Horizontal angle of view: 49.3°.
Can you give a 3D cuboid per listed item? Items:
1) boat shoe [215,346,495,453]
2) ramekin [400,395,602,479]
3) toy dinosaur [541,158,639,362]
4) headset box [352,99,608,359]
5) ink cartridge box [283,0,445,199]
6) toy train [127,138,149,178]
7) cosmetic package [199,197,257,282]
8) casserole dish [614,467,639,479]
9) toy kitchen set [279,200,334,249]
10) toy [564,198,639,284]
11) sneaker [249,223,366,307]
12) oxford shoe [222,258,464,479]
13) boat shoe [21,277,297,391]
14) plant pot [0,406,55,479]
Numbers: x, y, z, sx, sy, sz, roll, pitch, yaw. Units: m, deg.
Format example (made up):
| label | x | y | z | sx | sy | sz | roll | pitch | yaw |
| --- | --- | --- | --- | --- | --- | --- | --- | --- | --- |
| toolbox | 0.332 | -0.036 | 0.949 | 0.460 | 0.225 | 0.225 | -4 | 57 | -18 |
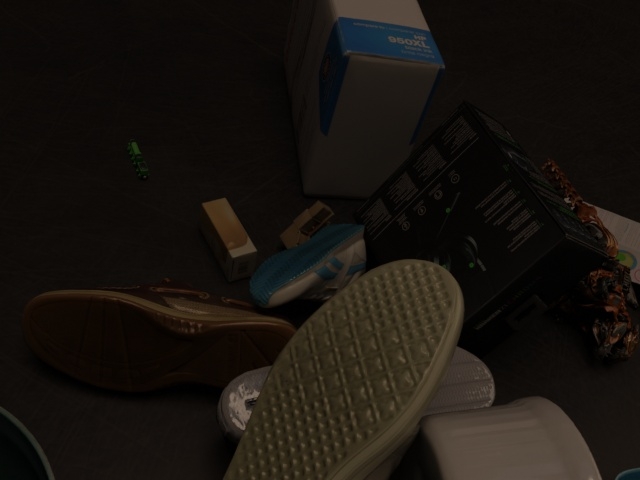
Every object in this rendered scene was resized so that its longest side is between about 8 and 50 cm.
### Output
| label | x | y | z | sx | sy | sz | roll | pitch | yaw |
| --- | --- | --- | --- | --- | --- | --- | --- | --- | --- |
| boat shoe | 0.040 | 0.194 | 0.851 | 0.335 | 0.119 | 0.121 | -2 | 59 | -10 |
| ramekin | 0.168 | 0.298 | 0.693 | 0.135 | 0.277 | 0.277 | 0 | 48 | -6 |
| toy dinosaur | 0.387 | 0.030 | 1.090 | 0.218 | 0.164 | 0.322 | 4 | 43 | -22 |
| headset box | 0.215 | -0.003 | 0.979 | 0.131 | 0.246 | 0.283 | 17 | 35 | -43 |
| ink cartridge box | 0.051 | -0.308 | 1.209 | 0.166 | 0.285 | 0.395 | 3 | 48 | -15 |
| toy train | -0.297 | -0.134 | 1.135 | 0.017 | 0.024 | 0.083 | -12 | 53 | -25 |
| cosmetic package | -0.138 | -0.001 | 1.030 | 0.041 | 0.060 | 0.115 | -16 | 52 | -27 |
| casserole dish | 0.449 | 0.344 | 0.882 | 0.188 | 0.037 | 0.114 | -1 | 49 | -15 |
| toy kitchen set | 0.000 | 0.000 | 1.065 | 0.068 | 0.083 | 0.075 | 28 | 25 | -54 |
| toy | 0.504 | 0.021 | 1.184 | 0.237 | 0.056 | 0.137 | 27 | 55 | 18 |
| sneaker | -0.005 | 0.050 | 0.968 | 0.087 | 0.092 | 0.228 | 6 | 22 | 38 |
| oxford shoe | 0.008 | 0.220 | 0.710 | 0.169 | 0.130 | 0.449 | 21 | 75 | 39 |
| boat shoe | -0.192 | 0.112 | 0.889 | 0.341 | 0.123 | 0.123 | 5 | 17 | -7 |
| plant pot | -0.368 | 0.297 | 0.593 | 0.293 | 0.196 | 0.293 | 7 | 47 | -8 |
